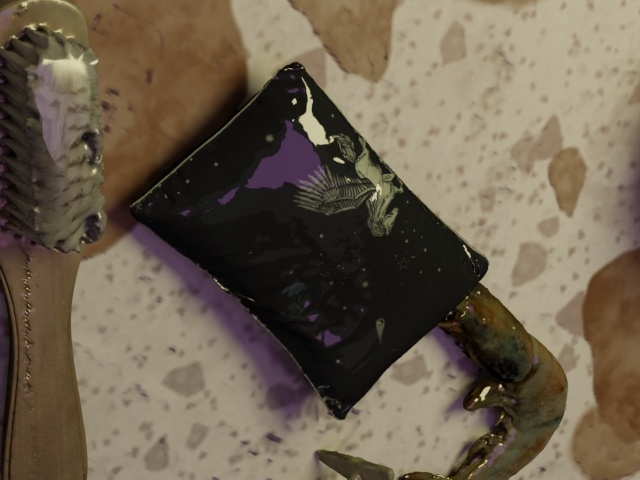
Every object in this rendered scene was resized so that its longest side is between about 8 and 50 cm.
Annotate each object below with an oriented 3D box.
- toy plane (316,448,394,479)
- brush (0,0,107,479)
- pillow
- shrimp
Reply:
[{"bbox_3d":[0.034,0.276,1.237,0.108,0.092,0.286,-37,126,-36],"label":"toy plane"},{"bbox_3d":[-0.153,0.024,1.041,0.070,0.065,0.327,-10,116,-28],"label":"brush"},{"bbox_3d":[0.000,0.000,1.113,0.141,0.055,0.208,-44,120,-3],"label":"pillow"},{"bbox_3d":[0.084,0.106,1.223,0.148,0.035,0.195,-45,126,-2],"label":"shrimp"}]
